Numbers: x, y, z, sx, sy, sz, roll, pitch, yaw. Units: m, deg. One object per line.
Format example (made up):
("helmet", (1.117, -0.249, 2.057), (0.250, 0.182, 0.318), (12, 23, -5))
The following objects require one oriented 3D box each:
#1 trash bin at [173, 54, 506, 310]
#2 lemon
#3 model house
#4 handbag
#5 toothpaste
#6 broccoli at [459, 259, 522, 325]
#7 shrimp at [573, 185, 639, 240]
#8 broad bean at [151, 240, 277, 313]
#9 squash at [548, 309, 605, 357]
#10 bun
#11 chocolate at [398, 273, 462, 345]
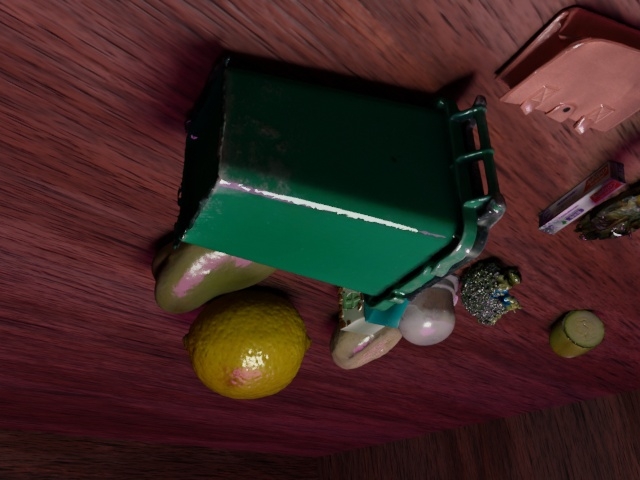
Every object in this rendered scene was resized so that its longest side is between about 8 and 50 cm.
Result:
("trash bin", (0.019, -0.078, 0.873), (0.381, 0.259, 0.295), (11, 149, -25))
("lemon", (-0.162, 0.234, 1.470), (0.268, 0.267, 0.267), (-5, 154, -2))
("model house", (0.121, 0.134, 1.454), (0.100, 0.127, 0.149), (17, 149, -38))
("handbag", (0.362, -0.217, 0.874), (0.213, 0.059, 0.157), (8, 150, -28))
("toothpaste", (0.478, -0.076, 1.202), (0.040, 0.047, 0.196), (18, 148, -14))
("broccoli", (0.400, 0.113, 1.494), (0.160, 0.167, 0.154), (-29, -168, -13))
("shrimp", (0.568, -0.065, 1.117), (0.272, 0.085, 0.445), (-15, 169, -20))
("broad bean", (-0.199, 0.042, 1.245), (0.263, 0.121, 0.189), (-20, 149, -5))
("squash", (0.729, 0.285, 1.894), (0.123, 0.123, 0.186), (-2, 153, -7))
("bun", (0.109, 0.239, 1.683), (0.222, 0.127, 0.222), (-26, 154, -14))
("chocolate", (0.249, 0.175, 1.543), (0.221, 0.147, 0.221), (-9, 156, -4))
